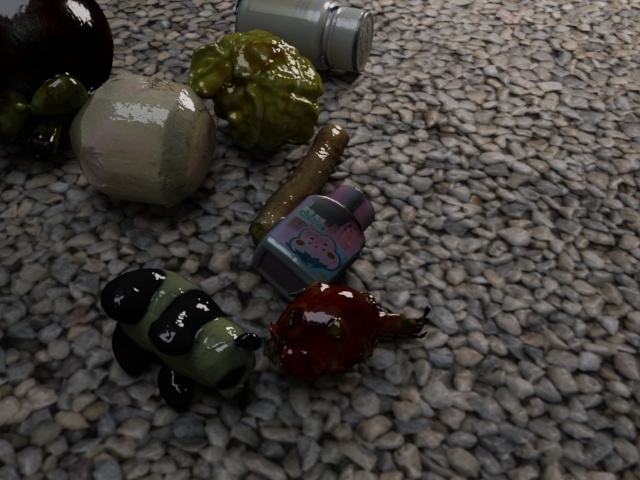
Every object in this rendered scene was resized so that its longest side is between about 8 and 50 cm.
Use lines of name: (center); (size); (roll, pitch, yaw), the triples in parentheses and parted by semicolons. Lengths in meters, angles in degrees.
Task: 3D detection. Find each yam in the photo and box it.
yam: (-0.027, -0.097, 1.254); (0.066, 0.066, 0.299); (18, 49, 18)

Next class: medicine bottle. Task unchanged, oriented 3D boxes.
medicine bottle: (0.000, 0.000, 1.123); (0.119, 0.094, 0.188); (41, 56, 6)
medicine bottle: (-0.031, -0.421, 1.502); (0.258, 0.143, 0.143); (14, 49, 15)

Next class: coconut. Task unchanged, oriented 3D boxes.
coconut: (-0.300, -0.164, 1.225); (0.234, 0.224, 0.224); (17, 49, 1)

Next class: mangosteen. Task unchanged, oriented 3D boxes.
mangosteen: (-0.514, -0.331, 1.334); (0.330, 0.330, 0.330); (-1, 47, 1)

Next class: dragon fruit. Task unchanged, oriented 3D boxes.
dragon fruit: (0.045, 0.121, 1.025); (0.246, 0.125, 0.125); (-1, 25, -21)

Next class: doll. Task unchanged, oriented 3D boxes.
doll: (-0.189, 0.125, 0.999); (0.234, 0.143, 0.135); (33, 50, 28)

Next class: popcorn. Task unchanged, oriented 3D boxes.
popcorn: (-0.110, -0.261, 1.305); (0.217, 0.181, 0.235); (3, 49, -53)
